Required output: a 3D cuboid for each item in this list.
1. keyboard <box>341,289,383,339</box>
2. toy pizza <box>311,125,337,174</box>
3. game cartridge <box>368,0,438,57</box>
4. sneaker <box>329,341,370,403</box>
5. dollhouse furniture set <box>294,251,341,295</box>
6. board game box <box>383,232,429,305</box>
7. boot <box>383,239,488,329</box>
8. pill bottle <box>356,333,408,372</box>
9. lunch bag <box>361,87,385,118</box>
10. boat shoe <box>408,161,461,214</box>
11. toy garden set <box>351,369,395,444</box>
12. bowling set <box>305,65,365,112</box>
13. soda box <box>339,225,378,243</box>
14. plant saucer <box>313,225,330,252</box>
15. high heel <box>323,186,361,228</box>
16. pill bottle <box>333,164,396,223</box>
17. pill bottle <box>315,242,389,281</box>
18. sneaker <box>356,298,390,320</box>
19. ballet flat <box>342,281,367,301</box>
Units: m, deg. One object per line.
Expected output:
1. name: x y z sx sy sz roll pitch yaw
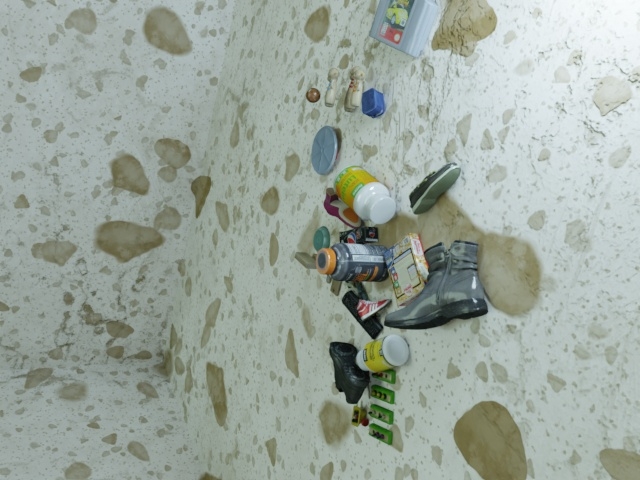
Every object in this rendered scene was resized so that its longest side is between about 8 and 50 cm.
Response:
1. keyboard: 0.140 0.255 2.007 0.192 0.038 0.100 48 131 26
2. toy pizza: 0.021 -0.367 2.330 0.201 0.032 0.201 -10 79 60
3. game cartridge: 0.275 -0.752 1.927 0.294 0.060 0.196 49 124 49
4. sneaker: 0.084 0.465 2.035 0.286 0.109 0.130 -114 36 -63
5. dollhouse furniture set: -0.014 0.131 2.224 0.144 0.151 0.123 38 119 57
6. board game box: 0.281 0.095 1.835 0.147 0.045 0.193 -42 52 49
7. boot: 0.327 0.135 1.675 0.338 0.118 0.223 -20 67 35
8. pill bottle: 0.199 0.378 1.886 0.184 0.103 0.103 -36 57 52
9. lunch bag: 0.190 -0.483 2.028 0.067 0.065 0.098 -15 72 43
10. boat shoe: 0.338 -0.169 1.730 0.228 0.081 0.069 -53 48 47
11. toy garden set: 0.171 0.554 1.967 0.204 0.049 0.244 1 87 59
12. bowling set: 0.056 -0.562 2.053 0.287 0.200 0.154 -124 43 -81
13. soda box: 0.136 -0.014 2.073 0.169 0.060 0.053 -13 76 58
14. plant saucer: 0.000 0.000 2.338 0.119 0.021 0.119 -8 80 58
15. high heel: 0.083 -0.093 2.177 0.244 0.082 0.117 46 150 38
16. pill bottle: 0.155 -0.156 1.981 0.246 0.136 0.136 49 127 50
17. pill bottle: 0.108 0.074 1.931 0.130 0.245 0.130 -10 79 59
18. sneaker: 0.176 0.216 1.948 0.118 0.042 0.067 -34 72 11
19. ballet flat: 0.114 0.169 2.090 0.070 0.070 0.188 -57 42 39
